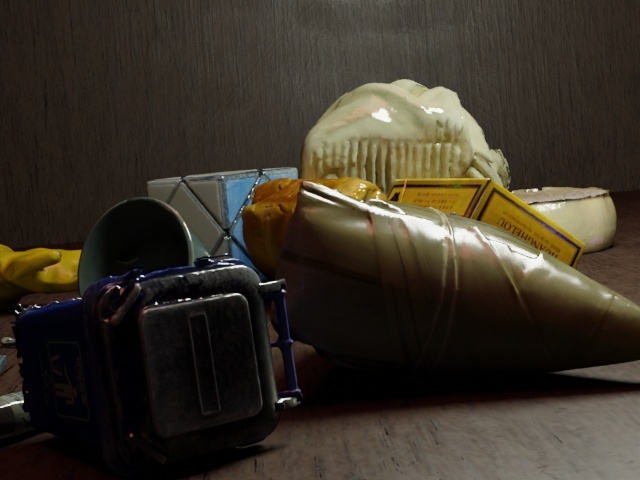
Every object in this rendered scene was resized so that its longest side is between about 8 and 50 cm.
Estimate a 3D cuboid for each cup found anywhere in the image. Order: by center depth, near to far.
[{"bbox_3d":[-0.224,0.051,1.732,0.199,0.199,0.150,-3,-13,29],"label":"cup"}]

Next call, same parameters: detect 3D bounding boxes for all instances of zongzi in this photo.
[{"bbox_3d":[0.159,0.056,1.314,0.418,0.182,0.447,11,4,9],"label":"zongzi"}]

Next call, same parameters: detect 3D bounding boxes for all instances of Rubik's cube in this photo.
[{"bbox_3d":[-0.169,-0.022,2.196,0.207,0.205,0.205,0,7,40],"label":"Rubik's cube"}]

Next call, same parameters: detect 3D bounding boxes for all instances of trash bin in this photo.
[{"bbox_3d":[-0.150,0.103,1.040,0.184,0.163,0.234,-8,0,-37],"label":"trash bin"}]

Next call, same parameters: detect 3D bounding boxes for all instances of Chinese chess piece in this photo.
[{"bbox_3d":[0.417,-0.035,2.277,0.269,0.112,0.270,-6,6,1],"label":"Chinese chess piece"}]

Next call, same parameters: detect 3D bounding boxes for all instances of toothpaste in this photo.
[{"bbox_3d":[-0.242,0.154,1.180,0.062,0.039,0.239,3,7,31],"label":"toothpaste"}]

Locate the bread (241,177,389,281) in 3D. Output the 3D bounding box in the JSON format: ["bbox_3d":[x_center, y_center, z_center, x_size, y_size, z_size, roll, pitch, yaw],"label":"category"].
[{"bbox_3d":[-0.002,0.006,1.843,0.149,0.195,0.344,-46,20,-20],"label":"bread"}]

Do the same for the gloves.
[{"bbox_3d":[-0.439,0.040,2.055,0.294,0.116,0.133,-11,31,29],"label":"gloves"}]

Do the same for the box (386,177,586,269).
[{"bbox_3d":[0.233,-0.013,1.832,0.192,0.084,0.301,33,-10,-21],"label":"box"}]

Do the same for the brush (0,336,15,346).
[{"bbox_3d":[-0.331,0.135,1.626,0.266,0.027,0.062,-7,3,34],"label":"brush"}]

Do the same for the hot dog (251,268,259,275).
[{"bbox_3d":[-0.231,0.068,1.937,0.270,0.082,0.162,-2,7,23],"label":"hot dog"}]

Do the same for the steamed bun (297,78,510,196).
[{"bbox_3d":[0.137,-0.113,2.074,0.394,0.347,0.237,26,24,-18],"label":"steamed bun"}]

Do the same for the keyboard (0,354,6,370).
[{"bbox_3d":[-0.408,0.159,1.436,0.055,0.014,0.176,-7,5,-8],"label":"keyboard"}]
